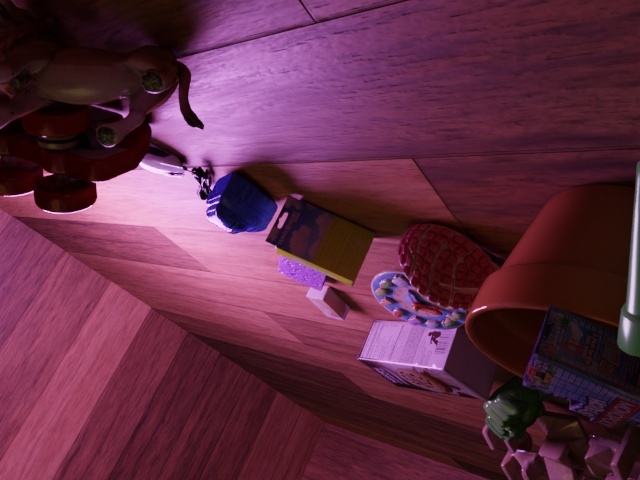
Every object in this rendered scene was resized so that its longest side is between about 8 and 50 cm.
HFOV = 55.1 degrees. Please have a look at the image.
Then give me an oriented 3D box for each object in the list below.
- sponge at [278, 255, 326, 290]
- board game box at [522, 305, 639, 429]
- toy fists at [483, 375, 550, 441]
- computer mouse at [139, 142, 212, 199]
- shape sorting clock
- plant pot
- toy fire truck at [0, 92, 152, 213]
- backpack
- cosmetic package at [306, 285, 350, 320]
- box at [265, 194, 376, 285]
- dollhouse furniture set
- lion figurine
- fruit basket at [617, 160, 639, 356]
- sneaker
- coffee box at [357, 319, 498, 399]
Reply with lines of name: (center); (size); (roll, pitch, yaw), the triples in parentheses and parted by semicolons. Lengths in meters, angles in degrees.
sponge: (-0.036, 0.053, 1.402); (0.117, 0.031, 0.210); (24, 159, 4)
board game box: (0.326, 0.162, 0.665); (0.194, 0.060, 0.194); (18, 157, 21)
toy fists: (0.467, 0.405, 1.464); (0.096, 0.142, 0.279); (58, 177, 32)
computer mouse: (-0.309, -0.146, 1.235); (0.193, 0.042, 0.106); (26, 159, 0)
shape sorting clock: (0.200, 0.126, 1.257); (0.206, 0.040, 0.206); (18, 146, 13)
plant pot: (0.353, 0.066, 0.773); (0.290, 0.204, 0.291); (21, 158, 9)
toy fire truck: (-0.434, -0.182, 1.065); (0.302, 0.254, 0.169); (16, 121, 21)
backpack: (-0.153, -0.060, 1.184); (0.120, 0.101, 0.098); (32, 164, -25)
cosmetic package: (0.020, 0.157, 1.561); (0.060, 0.041, 0.115); (6, 151, 41)
box: (0.000, 0.000, 1.136); (0.178, 0.109, 0.042); (24, 160, 5)
dollhouse furniture set: (0.706, 0.577, 1.625); (0.362, 0.256, 0.394); (-4, 122, 51)
lion figurine: (-0.328, -0.240, 0.884); (0.392, 0.240, 0.142); (13, 122, 1)
fruit basket: (0.472, 0.057, 0.490); (0.392, 0.283, 0.392); (29, 133, 35)
sneaker: (0.263, 0.074, 1.022); (0.299, 0.121, 0.112); (31, -170, 6)
coffee box: (0.256, 0.285, 1.488); (0.168, 0.119, 0.297); (37, 156, -27)
